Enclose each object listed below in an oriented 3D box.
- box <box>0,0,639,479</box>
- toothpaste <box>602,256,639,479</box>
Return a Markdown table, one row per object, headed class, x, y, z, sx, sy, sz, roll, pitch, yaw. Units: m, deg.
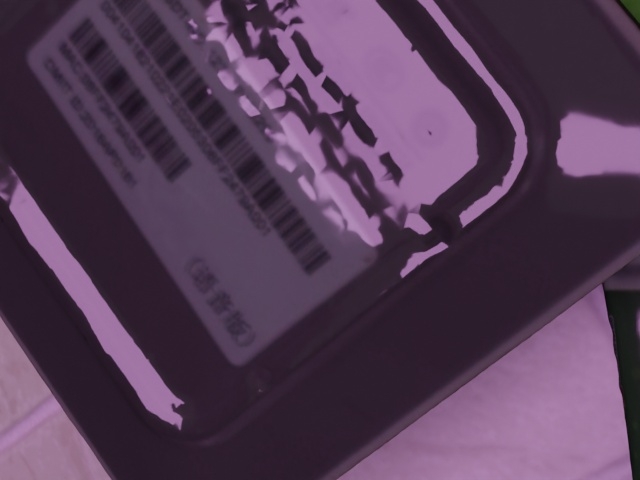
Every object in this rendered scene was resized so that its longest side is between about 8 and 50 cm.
| class | x | y | z | sx | sy | sz | roll | pitch | yaw |
| --- | --- | --- | --- | --- | --- | --- | --- | --- | --- |
| box | -0.042 | -0.068 | 0.612 | 0.373 | 0.090 | 0.367 | -41 | 81 | 24 |
| toothpaste | 0.200 | 0.190 | 0.599 | 0.098 | 0.061 | 0.392 | -1 | 95 | 30 |
